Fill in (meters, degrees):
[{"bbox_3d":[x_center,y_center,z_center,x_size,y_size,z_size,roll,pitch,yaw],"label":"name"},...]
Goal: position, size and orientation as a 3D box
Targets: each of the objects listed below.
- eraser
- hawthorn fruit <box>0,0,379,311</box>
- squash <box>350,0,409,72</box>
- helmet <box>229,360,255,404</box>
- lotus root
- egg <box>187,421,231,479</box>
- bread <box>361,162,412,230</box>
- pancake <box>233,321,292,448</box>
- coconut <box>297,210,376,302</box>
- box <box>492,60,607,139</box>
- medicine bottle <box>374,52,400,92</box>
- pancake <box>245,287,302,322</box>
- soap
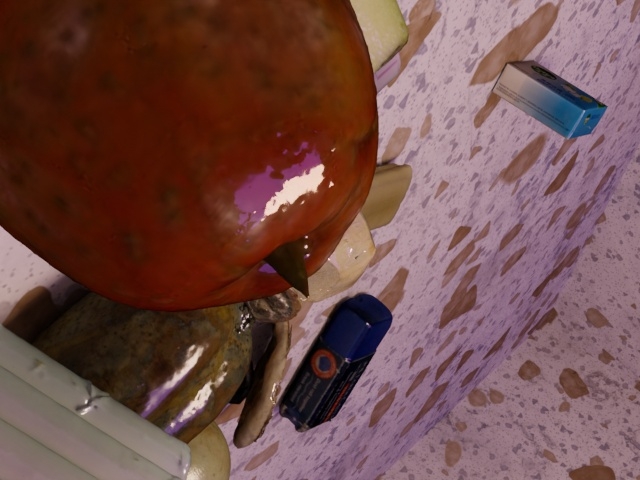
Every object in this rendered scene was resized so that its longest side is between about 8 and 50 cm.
[{"bbox_3d":[0.037,0.278,1.979,0.155,0.101,0.332,-9,134,-58],"label":"eraser"},{"bbox_3d":[-0.118,-0.104,0.804,0.403,0.403,0.403,-40,154,-24],"label":"hawthorn fruit"},{"bbox_3d":[-0.019,-0.275,1.028,0.237,0.204,0.155,-39,174,-18],"label":"squash"},{"bbox_3d":[-0.162,0.232,1.583,0.070,0.098,0.123,-64,173,-56],"label":"helmet"},{"bbox_3d":[-0.243,0.167,1.160,0.346,0.250,0.250,-41,154,-16],"label":"lotus root"},{"bbox_3d":[-0.280,0.405,1.451,0.295,0.218,0.218,-51,156,-2],"label":"egg"},{"bbox_3d":[0.084,-0.072,1.608,0.178,0.060,0.139,-19,140,-50],"label":"bread"},{"bbox_3d":[-0.103,0.265,1.640,0.282,0.049,0.282,-160,-90,-86],"label":"pancake"},{"bbox_3d":[0.000,0.002,1.425,0.194,0.194,0.194,-40,154,-24],"label":"coconut"},{"bbox_3d":[0.474,-0.292,1.815,0.139,0.194,0.073,-18,140,-51],"label":"box"},{"bbox_3d":[0.010,-0.219,1.176,0.168,0.135,0.135,-42,155,-17],"label":"medicine bottle"},{"bbox_3d":[-0.103,0.080,1.392,0.158,0.158,0.028,91,19,-55],"label":"pancake"},{"bbox_3d":[-0.355,0.204,0.858,0.156,0.446,0.261,-48,-166,17],"label":"soap"}]
